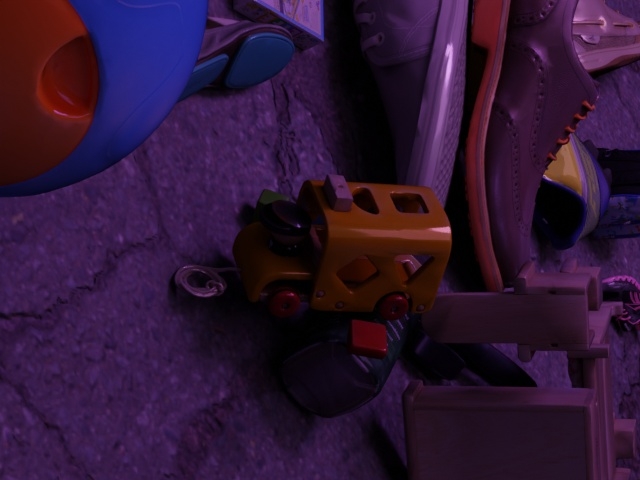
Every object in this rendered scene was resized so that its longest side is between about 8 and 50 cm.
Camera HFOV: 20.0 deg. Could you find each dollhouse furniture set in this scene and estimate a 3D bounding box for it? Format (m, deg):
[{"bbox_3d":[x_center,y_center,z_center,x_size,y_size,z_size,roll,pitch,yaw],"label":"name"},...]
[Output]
[{"bbox_3d":[0.203,0.132,1.779,0.355,0.174,0.303,-46,134,-68],"label":"dollhouse furniture set"}]

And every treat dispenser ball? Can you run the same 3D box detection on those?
[{"bbox_3d":[-0.221,-0.173,1.254,0.288,0.288,0.288,27,53,-42],"label":"treat dispenser ball"}]

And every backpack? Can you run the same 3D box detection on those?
[{"bbox_3d":[0.356,-0.056,2.086,0.105,0.114,0.084,-67,145,-46],"label":"backpack"}]

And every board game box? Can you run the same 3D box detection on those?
[{"bbox_3d":[-0.041,-0.274,1.760,0.103,0.026,0.154,26,54,-43],"label":"board game box"}]

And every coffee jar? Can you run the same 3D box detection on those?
[{"bbox_3d":[0.039,0.072,1.629,0.079,0.096,0.184,48,40,-13],"label":"coffee jar"}]

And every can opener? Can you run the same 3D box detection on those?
[{"bbox_3d":[0.153,0.111,1.803,0.186,0.073,0.059,32,12,-44],"label":"can opener"}]

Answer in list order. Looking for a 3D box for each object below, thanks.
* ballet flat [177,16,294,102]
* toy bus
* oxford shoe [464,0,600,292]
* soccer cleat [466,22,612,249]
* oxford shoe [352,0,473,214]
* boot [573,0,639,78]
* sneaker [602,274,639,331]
[{"bbox_3d":[-0.099,-0.169,1.604,0.068,0.072,0.213,42,30,15],"label":"ballet flat"},{"bbox_3d":[0.010,-0.003,1.539,0.191,0.104,0.202,27,34,17],"label":"toy bus"},{"bbox_3d":[0.216,-0.121,1.841,0.130,0.133,0.363,-49,142,-80],"label":"oxford shoe"},{"bbox_3d":[0.213,-0.113,1.953,0.289,0.093,0.121,50,52,-21],"label":"soccer cleat"},{"bbox_3d":[0.090,-0.222,1.831,0.169,0.130,0.449,76,17,-75],"label":"oxford shoe"},{"bbox_3d":[0.306,-0.294,2.164,0.262,0.095,0.203,-21,88,-50],"label":"boot"},{"bbox_3d":[0.347,0.074,2.075,0.119,0.047,0.057,19,70,-45],"label":"sneaker"}]
